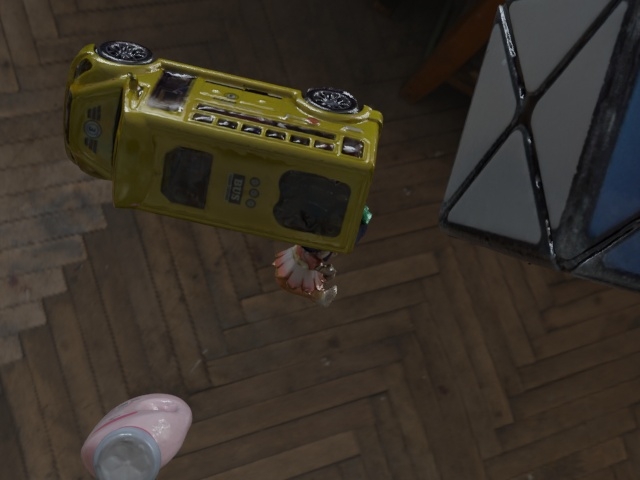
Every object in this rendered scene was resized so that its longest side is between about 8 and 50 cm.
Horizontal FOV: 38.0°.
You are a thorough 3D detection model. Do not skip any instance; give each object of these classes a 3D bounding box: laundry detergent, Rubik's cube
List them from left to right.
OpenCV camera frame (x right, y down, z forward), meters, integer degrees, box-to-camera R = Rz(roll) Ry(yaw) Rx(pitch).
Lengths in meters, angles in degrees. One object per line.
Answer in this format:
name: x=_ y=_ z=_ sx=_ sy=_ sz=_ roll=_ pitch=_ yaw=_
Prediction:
laundry detergent: x=-0.250 y=0.273 z=1.265 sx=0.159 sy=0.335 sz=0.087 roll=-23 pitch=91 yaw=-9
Rubik's cube: x=0.291 y=-0.083 z=0.846 sx=0.259 sy=0.255 sz=0.260 roll=16 pitch=94 yaw=-19

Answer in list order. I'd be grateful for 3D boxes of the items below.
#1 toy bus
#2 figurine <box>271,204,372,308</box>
toy bus: x=-0.109 y=-0.094 z=0.961 sx=0.331 sy=0.145 sz=0.151 roll=12 pitch=33 yaw=-3
figurine: x=0.000 y=0.000 z=1.200 sx=0.102 sy=0.195 sz=0.111 roll=14 pitch=36 yaw=-19
